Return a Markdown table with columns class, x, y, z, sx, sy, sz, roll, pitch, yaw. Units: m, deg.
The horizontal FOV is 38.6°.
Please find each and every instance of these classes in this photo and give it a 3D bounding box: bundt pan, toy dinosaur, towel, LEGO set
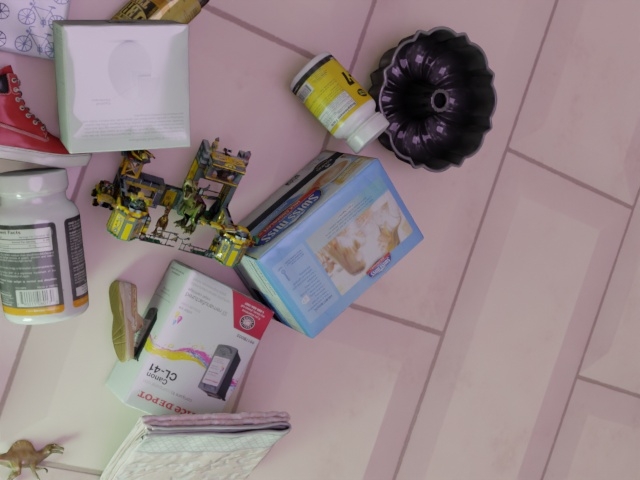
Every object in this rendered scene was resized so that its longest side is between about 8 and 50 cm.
| class | x | y | z | sx | sy | sz | roll | pitch | yaw |
| --- | --- | --- | --- | --- | --- | --- | --- | --- | --- |
| bundt pan | 0.243 | -0.326 | 2.116 | 0.331 | 0.124 | 0.331 | -6 | 102 | -28 |
| toy dinosaur | -0.611 | 0.448 | 1.834 | 0.183 | 0.053 | 0.092 | 3 | 82 | -36 |
| towel | -0.261 | 0.447 | 1.903 | 0.332 | 0.317 | 0.053 | 4 | 53 | -29 |
| LEGO set | -0.263 | -0.107 | 1.799 | 0.331 | 0.255 | 0.192 | 19 | 117 | -19 |

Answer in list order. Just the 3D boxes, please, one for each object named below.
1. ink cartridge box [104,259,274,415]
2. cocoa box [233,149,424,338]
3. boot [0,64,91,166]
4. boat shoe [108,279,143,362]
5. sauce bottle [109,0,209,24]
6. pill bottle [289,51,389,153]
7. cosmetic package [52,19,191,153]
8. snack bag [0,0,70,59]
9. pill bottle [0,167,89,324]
| class | x | y | z | sx | sy | sz | roll | pitch | yaw |
| --- | --- | --- | --- | --- | --- | --- | --- | --- | --- |
| ink cartridge box | -0.273 | 0.227 | 1.926 | 0.226 | 0.131 | 0.306 | 30 | 83 | -29 |
| cocoa box | 0.000 | 0.000 | 1.979 | 0.347 | 0.228 | 0.231 | -41 | 115 | -17 |
| boot | -0.545 | -0.234 | 1.725 | 0.244 | 0.088 | 0.176 | 8 | 93 | -26 |
| boat shoe | -0.391 | 0.164 | 1.867 | 0.059 | 0.063 | 0.170 | 4 | 72 | -39 |
| sauce bottle | -0.364 | -0.394 | 1.778 | 0.344 | 0.111 | 0.111 | -49 | 117 | -13 |
| pill bottle | 0.043 | -0.295 | 1.970 | 0.119 | 0.119 | 0.208 | -42 | 88 | -16 |
| cosmetic package | -0.362 | -0.286 | 1.672 | 0.224 | 0.138 | 0.224 | -6 | 108 | -23 |
| snack bag | -0.606 | -0.524 | 1.668 | 0.323 | 0.037 | 0.342 | 8 | 95 | -29 |
| pill bottle | -0.532 | 0.008 | 1.728 | 0.162 | 0.162 | 0.278 | -9 | 102 | -27 |
